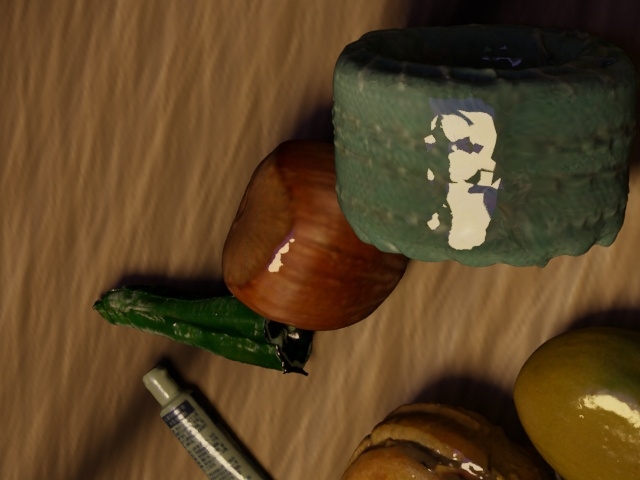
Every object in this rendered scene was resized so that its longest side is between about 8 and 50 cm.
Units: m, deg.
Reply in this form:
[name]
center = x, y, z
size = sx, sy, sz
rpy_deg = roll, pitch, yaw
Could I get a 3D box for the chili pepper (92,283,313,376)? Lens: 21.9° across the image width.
[chili pepper]
center = -0.114, 0.071, 1.455
size = 0.227, 0.059, 0.088
rpy_deg = 5, 132, 35

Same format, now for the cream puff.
[cream puff]
center = 0.109, 0.214, 1.330
size = 0.189, 0.129, 0.189
rpy_deg = 13, 111, 35

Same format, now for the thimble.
[thimble]
center = 0.112, -0.074, 1.196
size = 0.235, 0.198, 0.143
rpy_deg = 15, 114, 35

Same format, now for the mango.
[mango]
center = 0.256, 0.156, 1.252
size = 0.237, 0.091, 0.137
rpy_deg = 38, 126, 14

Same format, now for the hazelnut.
[hazelnut]
center = 0.000, 0.000, 1.320
size = 0.150, 0.150, 0.150
rpy_deg = 9, 110, 27

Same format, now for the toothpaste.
[toothpaste]
center = -0.087, 0.202, 1.492
size = 0.062, 0.037, 0.216
rpy_deg = -40, 89, 32
